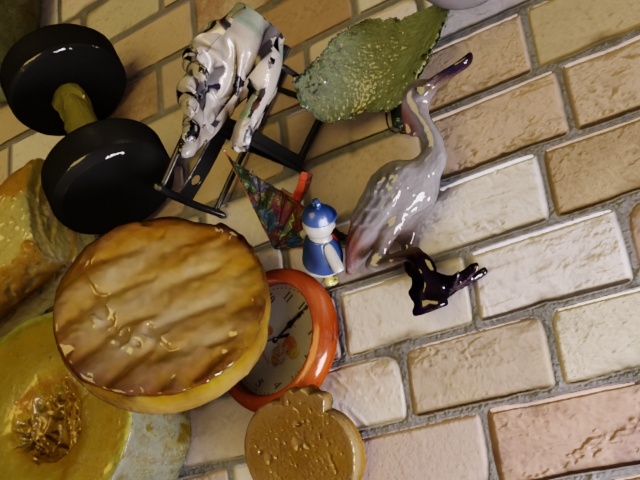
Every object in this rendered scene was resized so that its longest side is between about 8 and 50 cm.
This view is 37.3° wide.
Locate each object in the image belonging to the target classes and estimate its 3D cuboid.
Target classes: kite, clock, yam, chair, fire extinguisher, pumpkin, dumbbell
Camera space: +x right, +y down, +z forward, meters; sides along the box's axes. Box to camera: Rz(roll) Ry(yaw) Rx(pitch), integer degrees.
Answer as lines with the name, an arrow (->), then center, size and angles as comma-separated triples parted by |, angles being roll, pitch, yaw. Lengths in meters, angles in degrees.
kite -> -0.047, -0.041, 1.311 | 0.009, 0.232, 0.189 | -57, -2, -38
clock -> -0.061, 0.138, 1.315 | 0.205, 0.051, 0.205 | -13, 68, 34
yam -> -0.625, -0.418, 1.841 | 0.161, 0.161, 0.267 | -9, 73, 34
chair -> -0.108, -0.152, 1.376 | 0.141, 0.155, 0.260 | 25, 90, 39
fire extinguisher -> 0.106, -0.179, 1.305 | 0.038, 0.025, 0.083 | -19, 66, 33
pumpkin -> -0.352, 0.279, 1.413 | 0.332, 0.199, 0.332 | -10, 68, 26
dumbbell -> -0.386, -0.185, 1.560 | 0.204, 0.204, 0.322 | -43, 56, 18

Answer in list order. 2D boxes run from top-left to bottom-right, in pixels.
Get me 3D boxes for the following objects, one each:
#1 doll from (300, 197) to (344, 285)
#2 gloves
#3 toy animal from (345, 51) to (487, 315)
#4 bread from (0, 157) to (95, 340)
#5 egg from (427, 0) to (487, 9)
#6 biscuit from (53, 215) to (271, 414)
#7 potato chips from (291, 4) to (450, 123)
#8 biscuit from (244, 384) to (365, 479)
doll -> 0.000, 0.000, 1.265 | 0.058, 0.142, 0.099 | -26, 44, -19
gloves -> -0.132, -0.202, 1.251 | 0.111, 0.127, 0.212 | 28, 81, 48
toy animal -> 0.115, -0.065, 1.222 | 0.195, 0.090, 0.324 | -4, 84, 31
bread -> -0.561, 0.045, 1.643 | 0.375, 0.165, 0.236 | -37, 55, 24
egg -> 0.173, -0.386, 1.241 | 0.146, 0.146, 0.198 | -41, 42, 20
biscuit -> -0.210, 0.099, 1.278 | 0.297, 0.102, 0.296 | -1, 52, 1
potato chips -> 0.075, -0.249, 1.300 | 0.228, 0.059, 0.167 | -14, 62, 21
biscuit -> -0.017, 0.263, 1.229 | 0.170, 0.050, 0.170 | 3, 97, 28
